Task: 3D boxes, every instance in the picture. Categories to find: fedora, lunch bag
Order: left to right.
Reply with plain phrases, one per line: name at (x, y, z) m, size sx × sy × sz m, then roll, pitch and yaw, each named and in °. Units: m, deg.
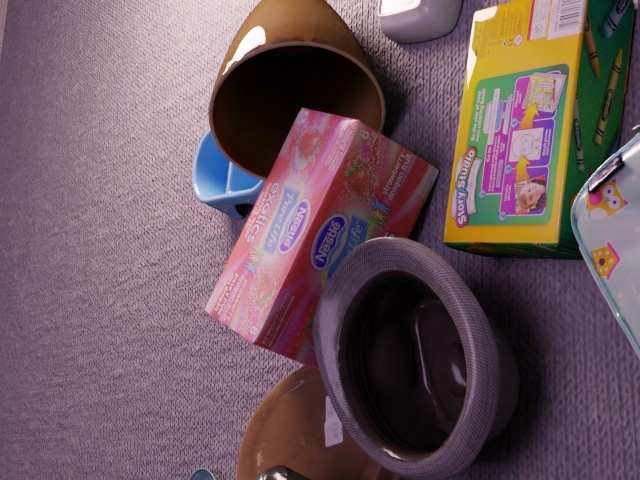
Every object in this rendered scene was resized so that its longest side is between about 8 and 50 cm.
fedora at (0.122, 0.132, 1.023) m, size 0.275 × 0.124 × 0.244 m, roll 50°, pitch 122°, yaw 41°
lunch bag at (0.347, 0.002, 0.760) m, size 0.224 × 0.108 × 0.279 m, roll -48°, pitch 44°, yaw 36°

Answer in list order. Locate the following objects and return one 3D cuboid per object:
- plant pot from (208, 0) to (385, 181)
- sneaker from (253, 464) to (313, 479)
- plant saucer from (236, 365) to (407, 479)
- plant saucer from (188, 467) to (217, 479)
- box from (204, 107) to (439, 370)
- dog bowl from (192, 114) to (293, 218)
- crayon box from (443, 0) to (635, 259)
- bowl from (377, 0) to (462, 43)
plant pot at (-0.035, -0.249, 1.310) m, size 0.237 × 0.237 × 0.254 m, roll -49°, pitch 28°, yaw 34°
sneaker at (0.075, 0.323, 0.981) m, size 0.341 × 0.125 × 0.140 m, roll 24°, pitch 65°, yaw 33°
plant saucer at (-0.006, 0.268, 1.153) m, size 0.278 × 0.041 × 0.278 m, roll -23°, pitch 47°, yaw 28°
plant saucer at (-0.183, 0.424, 1.454) m, size 0.119 × 0.021 × 0.119 m, roll -21°, pitch 63°, yaw 51°
box at (0.000, 0.000, 1.167) m, size 0.142 × 0.154 × 0.300 m, roll 23°, pitch 87°, yaw 55°
dog bowl at (-0.116, -0.127, 1.485) m, size 0.297 × 0.074 × 0.166 m, roll -6°, pitch 75°, yaw 55°
crayon box at (0.232, -0.122, 0.984) m, size 0.165 × 0.081 × 0.278 m, roll 1°, pitch 81°, yaw 55°
bowl at (0.130, -0.342, 1.224) m, size 0.142 × 0.053 × 0.142 m, roll 5°, pitch 85°, yaw 54°
